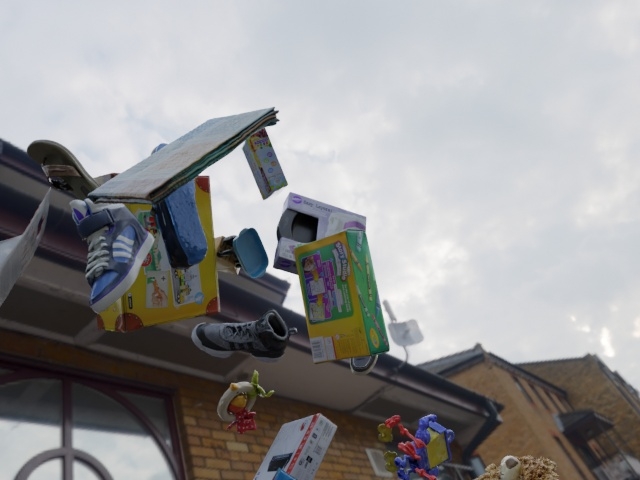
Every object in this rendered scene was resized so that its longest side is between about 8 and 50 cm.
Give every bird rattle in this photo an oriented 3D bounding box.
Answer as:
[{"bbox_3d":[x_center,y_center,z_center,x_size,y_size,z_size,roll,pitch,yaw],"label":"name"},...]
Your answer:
[{"bbox_3d":[-0.309,0.620,1.976,0.206,0.143,0.254,25,-76,-48],"label":"bird rattle"}]

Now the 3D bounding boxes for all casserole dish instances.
[{"bbox_3d":[-0.245,0.043,1.791,0.114,0.036,0.189,-45,-56,-42],"label":"casserole dish"}]

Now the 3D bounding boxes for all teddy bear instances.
[{"bbox_3d":[0.379,0.582,1.178,0.245,0.113,0.338,-13,-27,-32],"label":"teddy bear"}]

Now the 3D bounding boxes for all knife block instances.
[{"bbox_3d":[-0.379,0.037,1.940,0.275,0.088,0.242,13,-24,8],"label":"knife block"}]

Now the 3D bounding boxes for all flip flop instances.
[{"bbox_3d":[-0.741,-0.181,1.501,0.112,0.080,0.277,-36,-79,34],"label":"flip flop"}]

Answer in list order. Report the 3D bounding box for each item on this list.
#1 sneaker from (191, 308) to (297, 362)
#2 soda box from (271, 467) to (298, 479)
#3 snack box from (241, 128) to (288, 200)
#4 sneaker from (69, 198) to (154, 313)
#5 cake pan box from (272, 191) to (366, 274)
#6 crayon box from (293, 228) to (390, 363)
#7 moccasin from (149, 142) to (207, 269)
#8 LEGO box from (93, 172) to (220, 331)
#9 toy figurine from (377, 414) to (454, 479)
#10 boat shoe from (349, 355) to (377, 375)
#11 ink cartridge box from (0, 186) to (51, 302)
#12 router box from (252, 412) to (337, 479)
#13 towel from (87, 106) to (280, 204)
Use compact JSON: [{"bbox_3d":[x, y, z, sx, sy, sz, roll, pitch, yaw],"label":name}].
[{"bbox_3d":[-0.197,0.242,1.381,0.268,0.101,0.153,16,-48,-24],"label":"sneaker"},{"bbox_3d":[-0.027,0.633,1.232,0.067,0.210,0.071,-57,-3,-20],"label":"soda box"},{"bbox_3d":[-0.193,-0.256,1.762,0.070,0.207,0.174,-21,0,-17],"label":"snack box"},{"bbox_3d":[-0.586,0.012,1.348,0.130,0.323,0.236,-29,-62,25],"label":"sneaker"},{"bbox_3d":[0.000,0.000,1.479,0.266,0.246,0.070,18,-41,-13],"label":"cake pan box"},{"bbox_3d":[0.044,0.129,1.174,0.165,0.279,0.081,-19,-13,38],"label":"crayon box"},{"bbox_3d":[-0.398,-0.087,1.337,0.116,0.342,0.137,-29,-25,35],"label":"moccasin"},{"bbox_3d":[-0.560,0.030,1.758,0.193,0.501,0.372,-4,1,41],"label":"LEGO box"},{"bbox_3d":[0.327,0.632,1.462,0.217,0.191,0.363,-22,-76,-34],"label":"toy figurine"},{"bbox_3d":[0.161,0.348,1.849,0.102,0.285,0.092,1,-51,22],"label":"boat shoe"},{"bbox_3d":[-0.763,0.071,1.188,0.091,0.385,0.308,27,-32,-19],"label":"ink cartridge box"},{"bbox_3d":[-0.114,0.775,1.754,0.082,0.335,0.301,40,-39,-8],"label":"router box"},{"bbox_3d":[-0.291,-0.182,1.120,0.370,0.271,0.040,-45,-57,-35],"label":"towel"}]
